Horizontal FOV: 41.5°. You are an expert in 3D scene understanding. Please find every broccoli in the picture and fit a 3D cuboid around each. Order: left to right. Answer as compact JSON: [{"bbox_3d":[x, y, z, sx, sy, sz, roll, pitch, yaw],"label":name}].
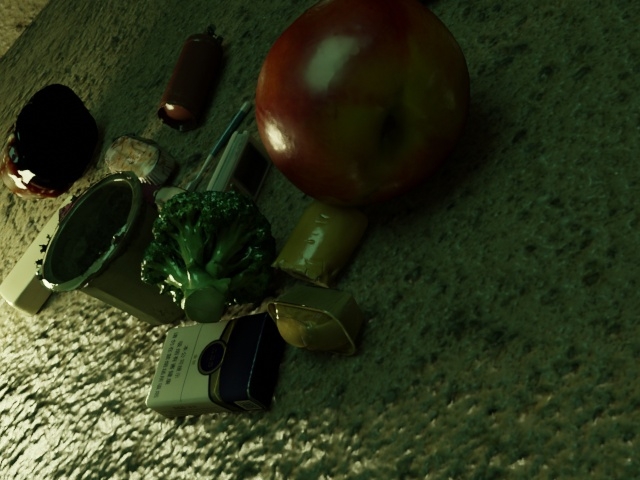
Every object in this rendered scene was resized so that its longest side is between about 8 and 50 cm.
[{"bbox_3d":[-0.207,0.039,1.532,0.270,0.270,0.270,-33,28,18],"label":"broccoli"}]

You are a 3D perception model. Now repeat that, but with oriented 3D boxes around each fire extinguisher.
[{"bbox_3d":[-0.328,-0.434,2.188,0.147,0.106,0.337,-38,31,53],"label":"fire extinguisher"}]

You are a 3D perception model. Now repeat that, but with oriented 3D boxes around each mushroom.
[{"bbox_3d":[-0.281,-0.057,1.825,0.072,0.094,0.209,-47,39,-8],"label":"mushroom"}]

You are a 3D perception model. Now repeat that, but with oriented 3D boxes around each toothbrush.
[{"bbox_3d":[-0.243,-0.215,1.983,0.276,0.019,0.025,-57,32,-10],"label":"toothbrush"}]

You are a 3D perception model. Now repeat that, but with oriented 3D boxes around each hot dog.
[{"bbox_3d":[-0.455,-0.189,2.115,0.268,0.075,0.144,31,86,47],"label":"hot dog"}]

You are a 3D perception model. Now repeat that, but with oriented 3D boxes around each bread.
[{"bbox_3d":[-0.001,-0.001,1.527,0.134,0.085,0.173,13,68,48],"label":"bread"}]

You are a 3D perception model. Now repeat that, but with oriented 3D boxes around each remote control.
[{"bbox_3d":[-0.538,-0.271,2.305,0.096,0.014,0.039,-7,54,41],"label":"remote control"},{"bbox_3d":[-0.186,-0.086,1.755,0.055,0.103,0.277,3,61,37],"label":"remote control"}]

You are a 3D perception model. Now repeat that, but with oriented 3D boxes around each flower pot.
[{"bbox_3d":[-0.387,0.034,1.719,0.290,0.259,0.291,-25,45,28],"label":"flower pot"}]

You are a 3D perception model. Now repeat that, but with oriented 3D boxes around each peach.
[{"bbox_3d":[0.062,-0.249,1.462,0.388,0.388,0.388,-24,44,27],"label":"peach"}]

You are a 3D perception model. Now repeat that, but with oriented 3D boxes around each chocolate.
[{"bbox_3d":[-0.775,-0.249,2.356,0.210,0.225,0.340,-32,39,38],"label":"chocolate"}]

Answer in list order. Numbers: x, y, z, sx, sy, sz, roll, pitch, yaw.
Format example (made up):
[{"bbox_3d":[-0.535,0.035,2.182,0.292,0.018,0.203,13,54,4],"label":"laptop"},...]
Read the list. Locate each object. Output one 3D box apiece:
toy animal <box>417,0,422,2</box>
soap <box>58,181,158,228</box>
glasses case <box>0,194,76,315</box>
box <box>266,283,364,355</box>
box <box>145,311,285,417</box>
[{"bbox_3d":[0.143,-0.568,1.815,0.281,0.195,0.169,-16,88,28],"label":"toy animal"},{"bbox_3d":[-0.474,-0.051,1.945,0.249,0.162,0.099,-27,43,25],"label":"soap"},{"bbox_3d":[-0.678,0.035,2.137,0.131,0.070,0.313,24,76,50],"label":"glasses case"},{"bbox_3d":[-0.009,0.136,1.412,0.177,0.111,0.111,6,63,46],"label":"box"},{"bbox_3d":[-0.186,0.227,1.521,0.259,0.071,0.168,-15,49,36],"label":"box"}]
